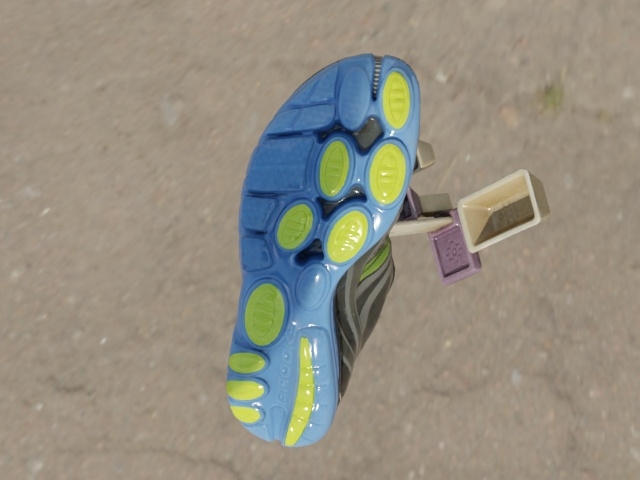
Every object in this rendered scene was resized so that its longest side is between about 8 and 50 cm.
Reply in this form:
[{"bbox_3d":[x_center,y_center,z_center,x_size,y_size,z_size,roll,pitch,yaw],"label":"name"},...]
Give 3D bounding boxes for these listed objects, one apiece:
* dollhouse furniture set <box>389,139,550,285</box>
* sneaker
[{"bbox_3d":[0.065,-0.027,0.928,0.114,0.081,0.091,-27,73,53],"label":"dollhouse furniture set"},{"bbox_3d":[0.000,0.000,0.704,0.067,0.078,0.188,17,121,6],"label":"sneaker"}]
